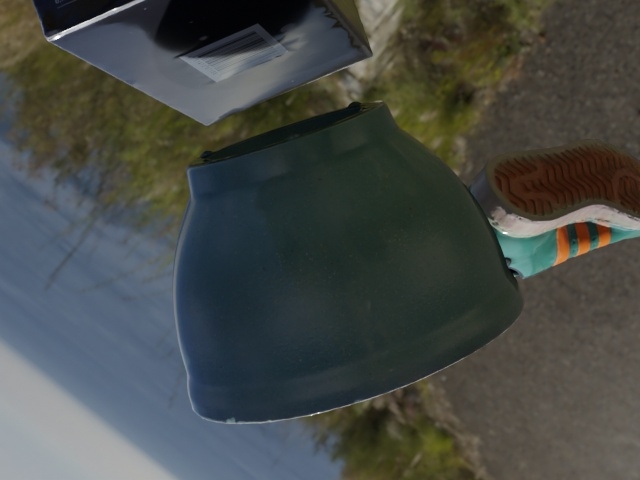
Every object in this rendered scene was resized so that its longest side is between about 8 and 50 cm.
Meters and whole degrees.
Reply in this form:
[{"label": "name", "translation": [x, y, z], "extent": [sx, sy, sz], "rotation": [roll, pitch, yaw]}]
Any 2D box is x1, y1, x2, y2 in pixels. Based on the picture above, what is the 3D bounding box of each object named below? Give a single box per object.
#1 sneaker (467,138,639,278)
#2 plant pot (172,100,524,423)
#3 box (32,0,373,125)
[{"label": "sneaker", "translation": [0.240, -0.028, 1.218], "extent": [0.121, 0.302, 0.108], "rotation": [-47, 58, 40]}, {"label": "plant pot", "translation": [0.000, 0.000, 0.977], "extent": [0.293, 0.293, 0.196], "rotation": [7, 117, 66]}, {"label": "box", "translation": [-0.116, -0.293, 0.948], "extent": [0.343, 0.178, 0.313], "rotation": [16, -127, -77]}]
